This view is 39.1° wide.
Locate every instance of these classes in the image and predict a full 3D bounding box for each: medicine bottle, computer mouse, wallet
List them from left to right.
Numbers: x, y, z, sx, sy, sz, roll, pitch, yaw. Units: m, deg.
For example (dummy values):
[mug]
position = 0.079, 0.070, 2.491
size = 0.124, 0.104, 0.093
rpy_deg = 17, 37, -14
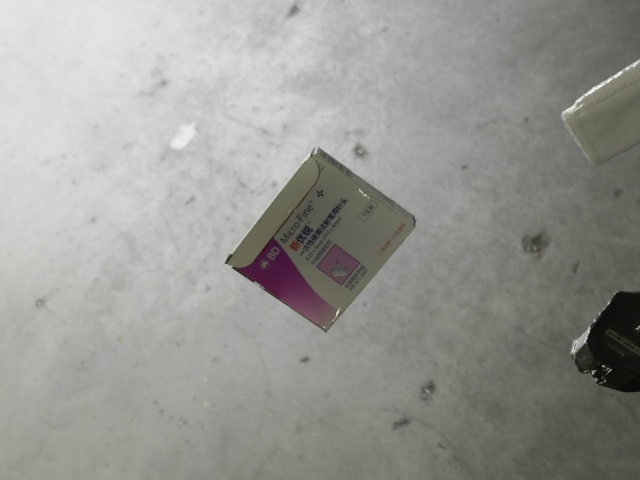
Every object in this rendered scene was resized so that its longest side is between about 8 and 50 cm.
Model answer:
[medicine bottle]
position = 0.000, 0.000, 1.183
size = 0.201, 0.171, 0.052
rpy_deg = -50, 9, 22
[computer mouse]
position = 0.331, 0.114, 0.968
size = 0.172, 0.057, 0.099
rpy_deg = -29, 54, -35
[wallet]
position = 0.373, -0.162, 1.034
size = 0.183, 0.124, 0.032
rpy_deg = -32, 49, 17
